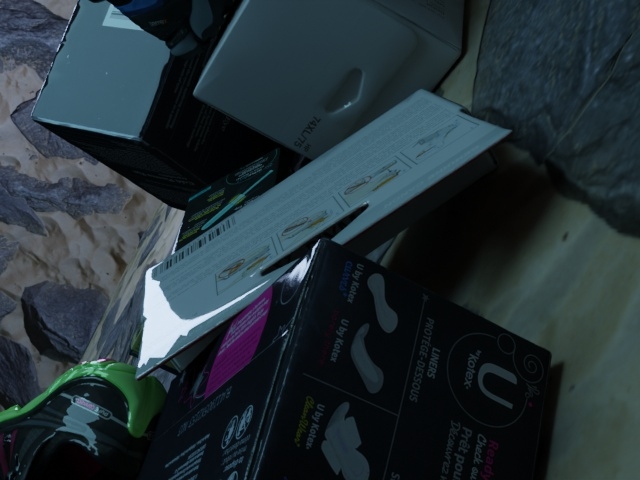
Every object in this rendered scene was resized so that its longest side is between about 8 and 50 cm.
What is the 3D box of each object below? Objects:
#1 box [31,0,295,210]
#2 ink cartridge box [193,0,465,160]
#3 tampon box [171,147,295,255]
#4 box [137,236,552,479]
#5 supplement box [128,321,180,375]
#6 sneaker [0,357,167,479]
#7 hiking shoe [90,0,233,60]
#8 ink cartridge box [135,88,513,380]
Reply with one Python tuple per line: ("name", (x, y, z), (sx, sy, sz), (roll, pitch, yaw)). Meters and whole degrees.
("box", (-0.152, -0.233, 1.266), (0.312, 0.179, 0.343), (38, -111, -59))
("ink cartridge box", (0.020, -0.245, 1.021), (0.198, 0.197, 0.270), (-50, 20, 41))
("tampon box", (-0.070, 0.004, 1.002), (0.120, 0.101, 0.161), (-26, 27, 16))
("box", (-0.008, 0.138, 0.538), (0.247, 0.142, 0.163), (-44, 24, 55))
("supplement box", (-0.217, 0.134, 1.406), (0.083, 0.083, 0.056), (-61, 13, 13))
("sneaker", (-0.409, 0.347, 1.411), (0.483, 0.185, 0.202), (-41, 30, 32))
("hiking shoe", (-0.105, -0.305, 0.899), (0.304, 0.132, 0.113), (-53, 19, 31))
("ink cartridge box", (0.000, 0.000, 0.694), (0.275, 0.060, 0.239), (-33, 17, 1))
